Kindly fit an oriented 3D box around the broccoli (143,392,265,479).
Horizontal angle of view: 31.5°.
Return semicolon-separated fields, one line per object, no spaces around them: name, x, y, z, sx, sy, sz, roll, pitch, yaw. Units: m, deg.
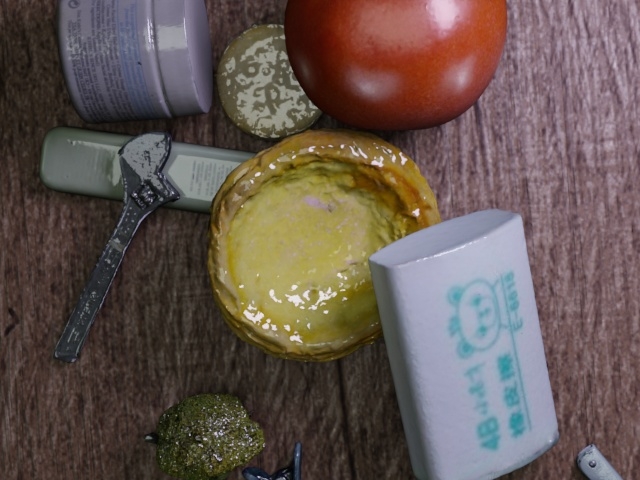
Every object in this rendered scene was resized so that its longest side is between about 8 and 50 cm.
broccoli;-0.138;0.244;1.381;0.131;0.130;0.120;-37;133;-24

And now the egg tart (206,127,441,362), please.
egg tart;0.000;0.000;1.351;0.294;0.123;0.294;-2;100;-12

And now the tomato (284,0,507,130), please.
tomato;0.085;-0.239;1.301;0.255;0.256;0.225;2;104;3

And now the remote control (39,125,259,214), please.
remote control;-0.200;-0.083;1.416;0.309;0.038;0.090;7;94;3

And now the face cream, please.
face cream;-0.217;-0.231;1.347;0.152;0.177;0.177;-4;90;4

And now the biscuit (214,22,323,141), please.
biscuit;-0.059;-0.198;1.417;0.152;0.020;0.152;0;90;3

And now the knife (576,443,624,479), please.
knife;0.370;0.325;1.395;0.044;0.023;0.162;-38;89;6

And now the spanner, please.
spanner;-0.257;0.012;1.402;0.093;0.026;0.325;28;101;1

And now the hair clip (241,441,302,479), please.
hair clip;0.000;0.389;1.410;0.083;0.048;0.275;-27;94;1

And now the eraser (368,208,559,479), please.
eraser;0.170;0.128;1.315;0.189;0.104;0.290;-19;107;-20
